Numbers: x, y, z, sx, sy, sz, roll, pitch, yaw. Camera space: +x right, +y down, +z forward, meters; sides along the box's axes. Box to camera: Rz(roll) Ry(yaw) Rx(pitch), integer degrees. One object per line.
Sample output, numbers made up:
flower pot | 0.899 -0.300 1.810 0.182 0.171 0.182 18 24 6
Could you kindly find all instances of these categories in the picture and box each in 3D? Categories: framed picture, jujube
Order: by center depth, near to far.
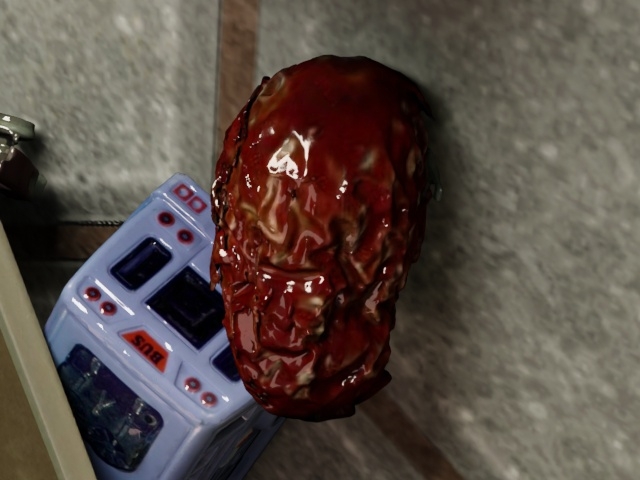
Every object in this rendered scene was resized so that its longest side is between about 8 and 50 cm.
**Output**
jujube | -0.004 -0.001 0.791 0.104 0.104 0.165 17 104 32
framed picture | -0.222 0.061 0.948 0.289 0.020 0.211 -18 92 52

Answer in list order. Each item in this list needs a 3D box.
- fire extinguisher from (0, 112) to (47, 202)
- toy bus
fire extinguisher | -0.235 -0.039 0.982 0.252 0.106 0.075 9 103 37
toy bus | -0.104 0.103 0.955 0.125 0.133 0.292 42 139 7
